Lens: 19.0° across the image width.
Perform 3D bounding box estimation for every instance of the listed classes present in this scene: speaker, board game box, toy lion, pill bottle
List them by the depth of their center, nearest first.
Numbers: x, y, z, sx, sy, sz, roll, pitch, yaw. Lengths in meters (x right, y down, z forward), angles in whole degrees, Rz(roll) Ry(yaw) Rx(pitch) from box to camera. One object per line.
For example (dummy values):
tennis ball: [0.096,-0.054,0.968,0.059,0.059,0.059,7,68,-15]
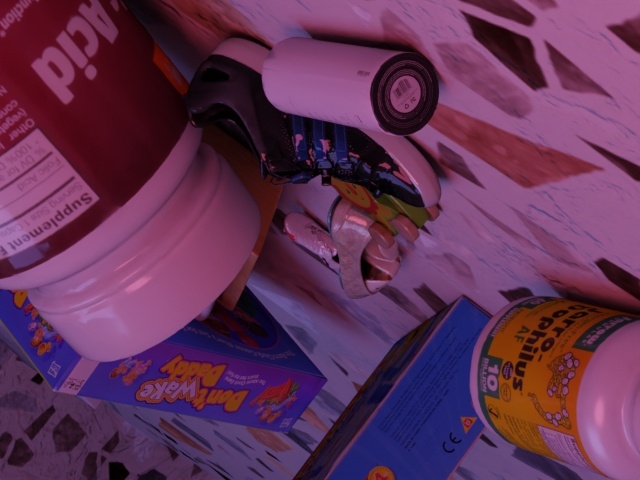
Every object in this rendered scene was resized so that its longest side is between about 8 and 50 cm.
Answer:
speaker: [0.017,-0.103,1.266,0.055,0.055,0.136,45,165,-30]
pill bottle: [0.207,0.109,1.366,0.117,0.117,0.208,43,166,-26]
pill bottle: [-0.230,-0.106,1.437,0.392,0.224,0.224,51,162,-27]
toy lion: [0.038,-0.040,1.492,0.096,0.034,0.100,46,165,-8]
board game box: [0.042,0.214,1.736,0.086,0.308,0.302,38,166,-1]
board game box: [-0.181,0.070,1.914,0.347,0.078,0.233,18,-156,-51]

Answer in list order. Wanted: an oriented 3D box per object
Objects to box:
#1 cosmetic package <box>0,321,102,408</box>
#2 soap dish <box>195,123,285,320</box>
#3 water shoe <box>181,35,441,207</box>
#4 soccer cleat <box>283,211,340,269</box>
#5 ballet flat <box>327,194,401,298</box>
cosmetic package: [-0.341,0.022,2.305,0.155,0.197,0.365,28,162,37]
soap dish: [-0.147,-0.044,1.749,0.229,0.118,0.291,36,166,1]
water shoe: [-0.008,-0.066,1.399,0.203,0.080,0.073,34,167,13]
soccer cleat: [0.000,0.000,1.728,0.035,0.029,0.083,7,152,48]
ballet flat: [0.042,0.014,1.610,0.052,0.057,0.168,22,163,18]
